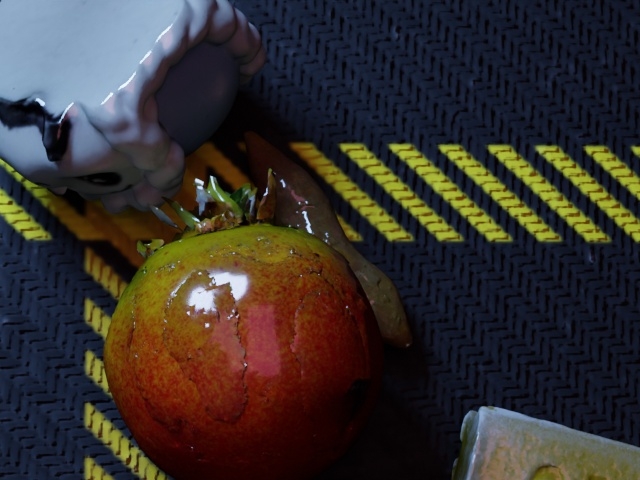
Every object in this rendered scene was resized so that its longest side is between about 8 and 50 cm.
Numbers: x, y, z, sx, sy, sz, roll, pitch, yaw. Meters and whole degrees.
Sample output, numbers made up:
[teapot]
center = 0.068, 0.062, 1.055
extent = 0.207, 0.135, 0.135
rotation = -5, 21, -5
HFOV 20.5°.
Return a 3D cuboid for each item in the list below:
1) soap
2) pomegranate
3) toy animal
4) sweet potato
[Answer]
[soap]
center = 0.211, 0.225, 1.357
extent = 0.232, 0.073, 0.140
rotation = 16, 76, -4
[pomegranate]
center = -0.057, 0.073, 1.298
extent = 0.210, 0.210, 0.235
rotation = -10, 78, -11
[toy animal]
center = -0.154, -0.116, 1.357
extent = 0.208, 0.156, 0.204
rotation = 14, 67, 43
[sweet potato]
center = -0.001, 0.001, 1.399
extent = 0.218, 0.051, 0.065
rotation = 53, 32, 8
